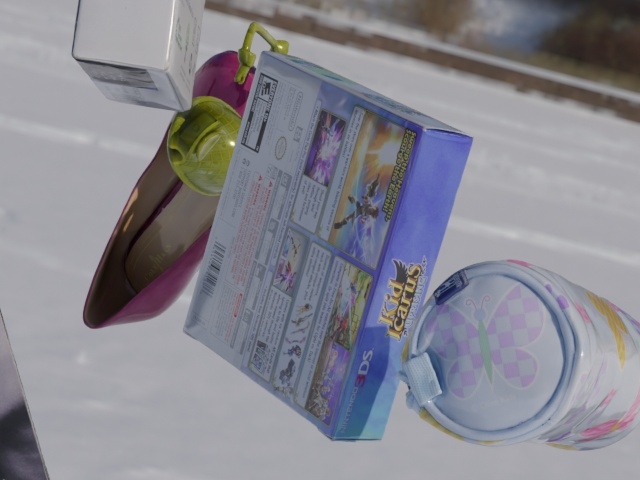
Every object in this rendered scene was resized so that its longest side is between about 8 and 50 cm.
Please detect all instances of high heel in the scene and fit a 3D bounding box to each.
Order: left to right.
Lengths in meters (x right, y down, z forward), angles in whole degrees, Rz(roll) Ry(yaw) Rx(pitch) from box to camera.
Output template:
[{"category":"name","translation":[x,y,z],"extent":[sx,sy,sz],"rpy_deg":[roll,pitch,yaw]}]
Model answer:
[{"category":"high heel","translation":[-0.158,-0.041,1.973],"extent":[0.127,0.377,0.181],"rpy_deg":[38,52,19]}]

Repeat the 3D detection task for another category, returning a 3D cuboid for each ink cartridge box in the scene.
[{"category":"ink cartridge box","translation":[-0.089,-0.254,1.112],"extent":[0.065,0.332,0.165],"rpy_deg":[9,-5,2]}]

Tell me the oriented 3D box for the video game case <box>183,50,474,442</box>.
[{"category":"video game case","translation":[0.000,0.000,1.551],"extent":[0.061,0.269,0.244],"rpy_deg":[7,15,-37]}]

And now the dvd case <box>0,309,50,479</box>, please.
[{"category":"dvd case","translation":[-0.299,0.113,1.318],"extent":[0.164,0.221,0.018],"rpy_deg":[-19,-29,-5]}]

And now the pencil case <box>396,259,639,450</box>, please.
[{"category":"pencil case","translation":[0.148,0.087,1.234],"extent":[0.113,0.124,0.273],"rpy_deg":[56,15,18]}]

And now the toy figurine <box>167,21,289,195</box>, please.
[{"category":"toy figurine","translation":[0.029,-0.037,1.844],"extent":[0.217,0.191,0.362],"rpy_deg":[35,-6,35]}]
